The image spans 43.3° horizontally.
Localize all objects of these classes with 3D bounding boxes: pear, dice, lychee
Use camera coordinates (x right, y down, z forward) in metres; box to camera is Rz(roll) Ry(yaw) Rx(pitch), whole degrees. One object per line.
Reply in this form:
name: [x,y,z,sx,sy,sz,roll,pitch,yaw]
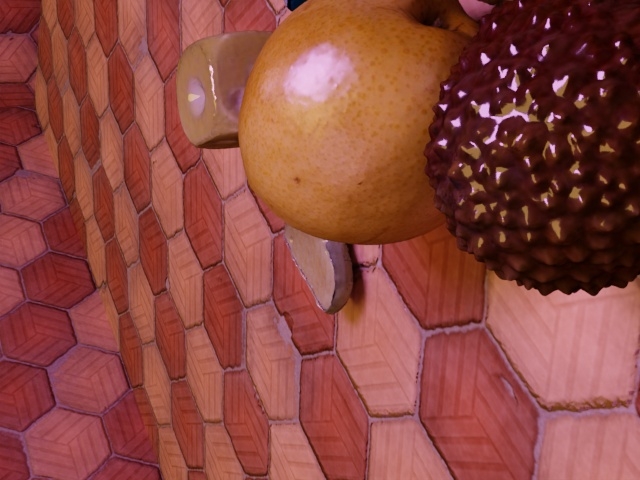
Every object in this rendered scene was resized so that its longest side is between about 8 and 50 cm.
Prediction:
pear: [0.058,-0.145,0.907,0.314,0.315,0.314,22,116,57]
dice: [-0.132,-0.245,1.336,0.169,0.170,0.166,-6,92,60]
lychee: [0.211,-0.087,0.675,0.267,0.268,0.267,22,116,57]

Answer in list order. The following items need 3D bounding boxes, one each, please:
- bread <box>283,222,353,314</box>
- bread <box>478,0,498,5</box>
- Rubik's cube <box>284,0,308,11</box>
bread: [0.000,0.000,1.273,0.172,0.064,0.231,-5,91,61]
bread: [0.170,-0.382,0.894,0.088,0.049,0.226,-34,68,58]
Rubik's cube: [0.023,-0.410,0.964,0.182,0.184,0.187,105,148,-72]
